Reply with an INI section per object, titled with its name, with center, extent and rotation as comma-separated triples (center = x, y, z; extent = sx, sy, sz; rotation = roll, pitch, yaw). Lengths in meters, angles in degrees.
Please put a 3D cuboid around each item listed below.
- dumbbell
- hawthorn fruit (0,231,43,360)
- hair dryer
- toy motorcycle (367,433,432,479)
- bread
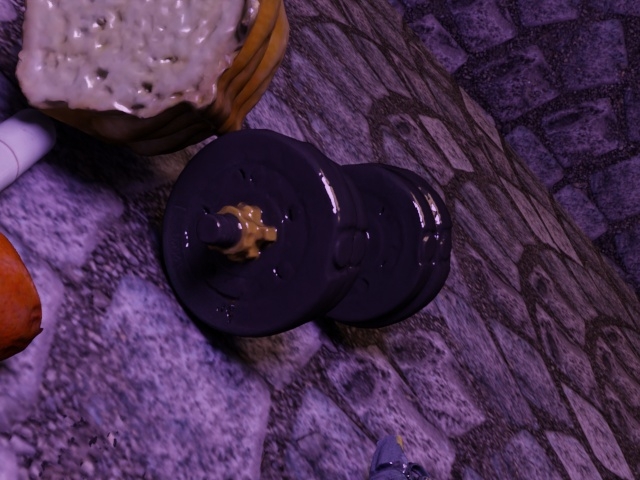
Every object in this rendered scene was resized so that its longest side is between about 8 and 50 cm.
[dumbbell]
center = 0.000, 0.000, 0.935
extent = 0.185, 0.185, 0.388
rotation = 58, 22, 17
[hawthorn fruit]
center = -0.211, 0.037, 0.591
extent = 0.093, 0.081, 0.081
rotation = 49, 19, -33
[hair dryer]
center = -0.294, -0.108, 0.708
extent = 0.183, 0.044, 0.155
rotation = 44, 20, -11
[toy motorcycle]
center = 0.063, 0.249, 0.831
extent = 0.124, 0.061, 0.193
rotation = 50, 28, -25
[bread]
center = -0.135, -0.178, 0.825
extent = 0.252, 0.238, 0.196
rotation = -25, 106, -82
